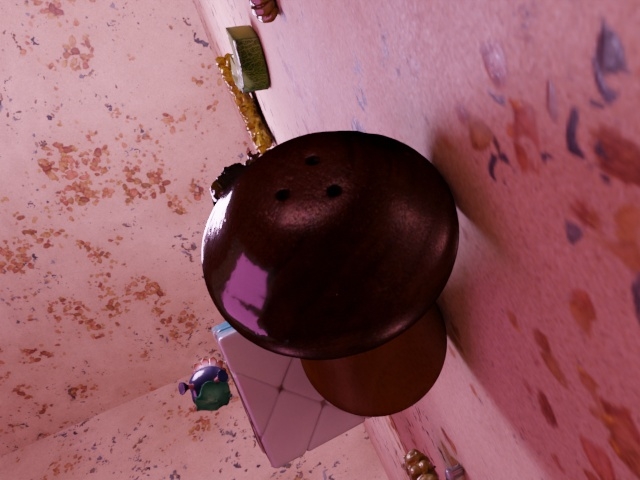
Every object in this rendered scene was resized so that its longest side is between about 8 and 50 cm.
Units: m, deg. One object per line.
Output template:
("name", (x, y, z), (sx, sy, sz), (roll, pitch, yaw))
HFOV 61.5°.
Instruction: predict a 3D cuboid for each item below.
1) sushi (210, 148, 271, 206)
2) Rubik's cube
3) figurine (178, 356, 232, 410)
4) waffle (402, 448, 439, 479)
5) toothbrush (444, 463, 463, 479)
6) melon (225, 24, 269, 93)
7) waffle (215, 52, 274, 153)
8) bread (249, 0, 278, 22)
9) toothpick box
("sushi", (-0.110, -0.071, 1.181), (0.213, 0.200, 0.204), (32, 154, 29))
("Rubik's cube", (-0.059, 0.302, 1.323), (0.319, 0.321, 0.316), (67, 166, -2))
("figurine", (-0.267, 0.337, 1.265), (0.102, 0.111, 0.195), (69, 167, -9))
("waffle", (0.185, 0.419, 0.853), (0.192, 0.046, 0.160), (64, 175, -2))
("toothbrush", (0.214, 0.403, 0.880), (0.020, 0.025, 0.286), (61, 173, 34))
("melon", (-0.151, -0.366, 1.106), (0.209, 0.064, 0.118), (101, 151, -75))
("waffle", (-0.210, -0.389, 1.533), (0.260, 0.069, 0.293), (-120, 6, -65))
("bread", (-0.084, -0.338, 0.727), (0.049, 0.033, 0.088), (50, 162, 51))
("toothpick box", (0.027, 0.042, 0.467), (0.192, 0.192, 0.294), (63, 179, 37))
